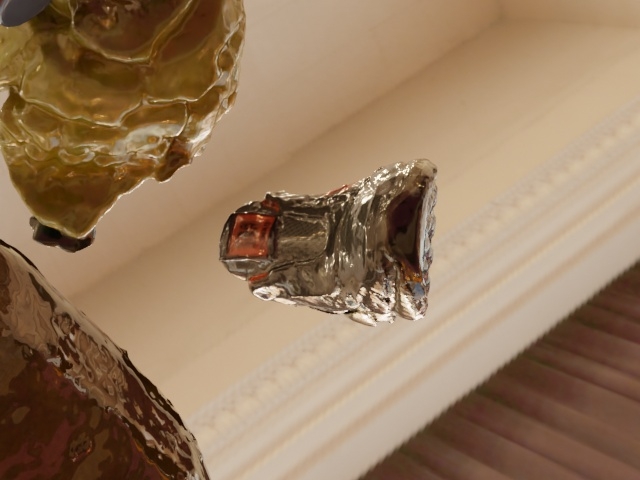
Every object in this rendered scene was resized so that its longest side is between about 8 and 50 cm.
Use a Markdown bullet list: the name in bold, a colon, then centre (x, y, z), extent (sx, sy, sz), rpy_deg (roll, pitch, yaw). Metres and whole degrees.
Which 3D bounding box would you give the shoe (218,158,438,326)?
- **shoe**: centre (0.000, 0.000, 1.154), extent (0.171, 0.336, 0.132), rpy_deg (6, -98, -4)

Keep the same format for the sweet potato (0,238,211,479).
- **sweet potato**: centre (-0.144, 0.093, 0.603), extent (0.158, 0.158, 0.370), rpy_deg (-39, -57, -20)

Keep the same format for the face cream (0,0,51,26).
- **face cream**: centre (-0.365, -0.331, 1.149), extent (0.135, 0.086, 0.385), rpy_deg (-42, -104, -9)

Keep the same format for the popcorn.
- **popcorn**: centre (-0.208, -0.189, 1.273), extent (0.293, 0.293, 0.237), rpy_deg (-36, -23, -21)
